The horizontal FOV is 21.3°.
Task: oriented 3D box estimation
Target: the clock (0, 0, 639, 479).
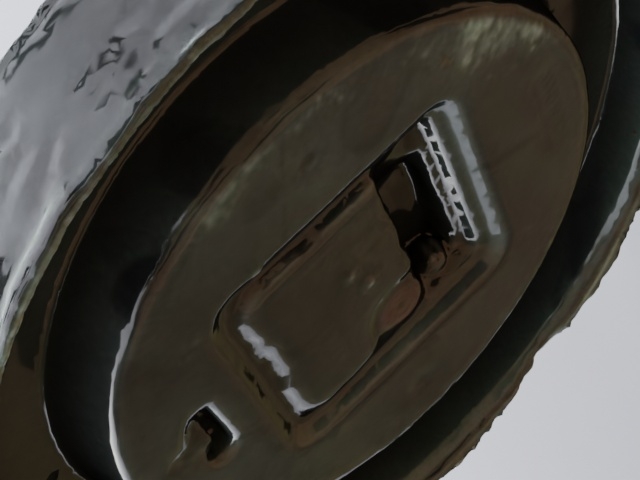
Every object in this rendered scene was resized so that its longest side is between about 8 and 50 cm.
[{"bbox_3d":[0.000,0.000,0.525,0.281,0.055,0.280,-32,-36,-26],"label":"clock"}]
